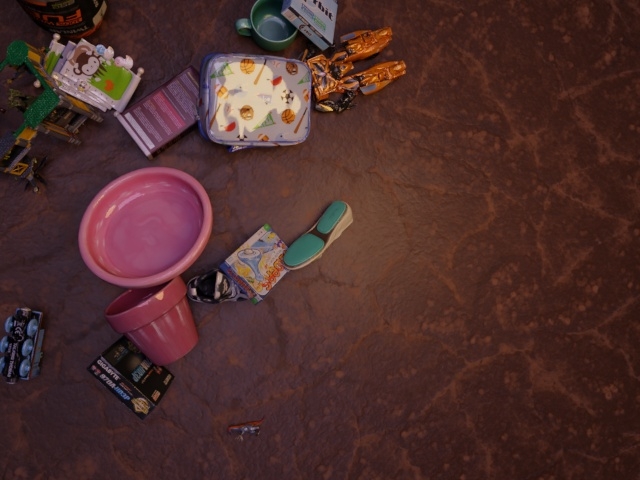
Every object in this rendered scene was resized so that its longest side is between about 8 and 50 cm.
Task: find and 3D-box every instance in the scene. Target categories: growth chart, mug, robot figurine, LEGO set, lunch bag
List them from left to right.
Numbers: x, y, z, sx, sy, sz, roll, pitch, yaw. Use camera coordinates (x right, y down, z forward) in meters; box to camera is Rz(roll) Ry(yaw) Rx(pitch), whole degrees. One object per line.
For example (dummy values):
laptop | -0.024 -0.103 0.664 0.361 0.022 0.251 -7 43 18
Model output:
LEGO set | -0.711 -0.301 1.419 0.255 0.192 0.331 40 96 13
growth chart | -0.585 -0.422 1.459 0.237 0.021 0.172 22 112 -16
lunch bag | -0.173 -0.352 1.476 0.303 0.115 0.243 -4 108 -26
mug | -0.138 -0.584 1.546 0.158 0.097 0.129 23 84 -7
robot figurine | 0.077 -0.476 1.584 0.291 0.085 0.211 -23 91 -10

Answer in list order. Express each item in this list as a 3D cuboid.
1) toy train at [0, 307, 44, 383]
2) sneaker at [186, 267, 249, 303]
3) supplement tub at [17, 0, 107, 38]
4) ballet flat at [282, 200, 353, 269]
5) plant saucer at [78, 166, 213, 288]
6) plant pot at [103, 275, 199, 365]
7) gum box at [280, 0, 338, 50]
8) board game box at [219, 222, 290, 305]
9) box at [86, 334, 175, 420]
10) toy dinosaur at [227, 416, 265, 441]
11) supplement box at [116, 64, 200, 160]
toy train | -0.726 0.254 1.402 0.080 0.105 0.184 9 86 -1
sneaker | -0.227 0.114 1.470 0.235 0.153 0.094 -2 89 -10
supplement tub | -0.621 -0.615 1.342 0.207 0.338 0.207 0 88 -10
ballet flat | 0.000 0.000 1.548 0.086 0.086 0.248 46 74 -5
plant saucer | -0.424 -0.026 1.423 0.332 0.084 0.332 -3 62 6
plant pot | -0.401 0.201 1.427 0.201 0.201 0.180 -29 107 -10
gum box | -0.025 -0.624 1.524 0.157 0.041 0.184 31 54 -37
board game box | -0.153 0.058 1.485 0.136 0.035 0.201 47 40 -5
box | -0.451 0.322 1.388 0.051 0.220 0.175 -45 95 1
toy dinosaur | -0.202 0.501 1.526 0.082 0.047 0.090 22 51 1
supplement box | -0.392 -0.333 1.503 0.239 0.073 0.130 -37 95 -9
